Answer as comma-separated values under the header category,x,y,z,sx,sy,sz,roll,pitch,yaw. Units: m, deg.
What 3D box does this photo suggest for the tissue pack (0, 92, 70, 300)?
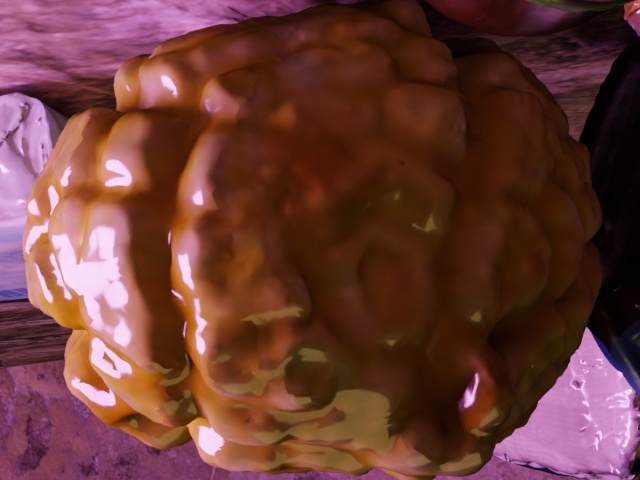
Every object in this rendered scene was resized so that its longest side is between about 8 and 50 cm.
category,x,y,z,sx,sy,sz,roll,pitch,yaw
tissue pack,-0.200,-0.019,0.845,0.177,0.089,0.263,-9,170,9

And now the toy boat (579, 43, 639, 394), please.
category,x,y,z,sx,sy,sz,roll,pitch,yaw
toy boat,0.190,-0.014,0.753,0.100,0.223,0.097,-15,133,42

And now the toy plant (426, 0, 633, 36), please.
category,x,y,z,sx,sy,sz,roll,pitch,yaw
toy plant,0.077,-0.112,0.354,0.093,0.093,0.162,-4,173,-22

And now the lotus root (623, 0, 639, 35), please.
category,x,y,z,sx,sy,sz,roll,pitch,yaw
lotus root,0.245,-0.087,0.400,0.314,0.169,0.141,-6,173,23

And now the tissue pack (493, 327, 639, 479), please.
category,x,y,z,sx,sy,sz,roll,pitch,yaw
tissue pack,0.320,0.070,1.258,0.416,0.253,0.264,0,-178,-39

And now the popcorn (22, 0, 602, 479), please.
category,x,y,z,sx,sy,sz,roll,pitch,yaw
popcorn,0.000,0.000,0.655,0.258,0.224,0.270,-3,-174,24
